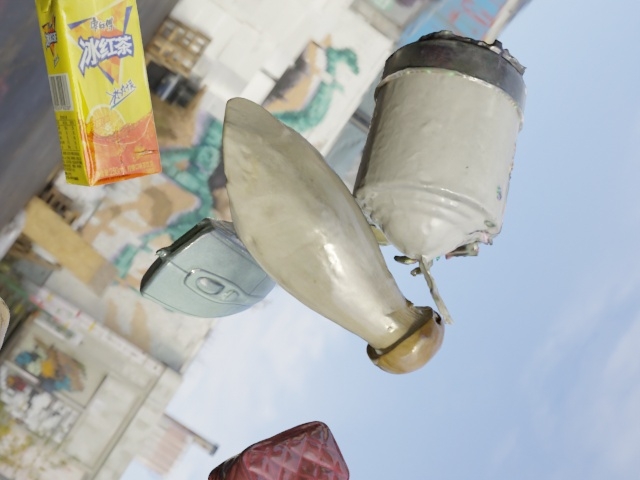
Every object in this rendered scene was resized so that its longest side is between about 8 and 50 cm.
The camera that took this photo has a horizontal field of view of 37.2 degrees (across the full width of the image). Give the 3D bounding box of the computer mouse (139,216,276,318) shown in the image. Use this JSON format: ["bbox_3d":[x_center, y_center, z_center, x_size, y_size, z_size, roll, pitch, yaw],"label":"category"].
[{"bbox_3d":[-0.169,0.058,1.668,0.188,0.122,0.371,-43,159,14],"label":"computer mouse"}]

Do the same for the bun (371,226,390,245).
[{"bbox_3d":[0.177,-0.059,1.832,0.237,0.116,0.210,-16,-178,9],"label":"bun"}]

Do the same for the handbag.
[{"bbox_3d":[-0.070,0.404,1.604,0.225,0.146,0.135,-13,158,-45],"label":"handbag"}]

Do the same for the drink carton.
[{"bbox_3d":[-0.389,-0.281,1.674,0.154,0.351,0.111,-16,-166,-36],"label":"drink carton"}]

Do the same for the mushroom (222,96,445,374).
[{"bbox_3d":[0.000,0.000,1.012,0.128,0.350,0.128,-40,-172,7],"label":"mushroom"}]

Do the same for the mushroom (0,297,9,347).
[{"bbox_3d":[-0.314,0.080,0.681,0.202,0.059,0.054,-17,180,21],"label":"mushroom"}]

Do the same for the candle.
[{"bbox_3d":[0.135,-0.069,1.123,0.187,0.187,0.330,-34,-141,64],"label":"candle"}]
